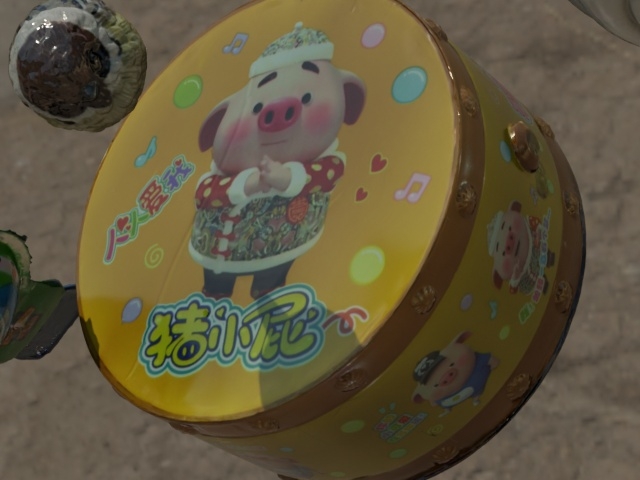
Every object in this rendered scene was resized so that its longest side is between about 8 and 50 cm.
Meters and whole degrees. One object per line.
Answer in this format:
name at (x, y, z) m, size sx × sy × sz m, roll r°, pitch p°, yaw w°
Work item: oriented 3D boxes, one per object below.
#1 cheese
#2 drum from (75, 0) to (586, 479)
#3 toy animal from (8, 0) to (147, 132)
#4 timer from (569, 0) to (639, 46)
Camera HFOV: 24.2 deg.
cheese at (-0.308, 0.069, 1.297) m, size 0.083 × 0.320 × 0.204 m, roll 45°, pitch 105°, yaw 23°
drum at (0.000, 0.000, 1.314) m, size 0.431 × 0.214 × 0.431 m, roll -18°, pitch 57°, yaw 30°
toy animal at (-0.184, -0.137, 1.055) m, size 0.098 × 0.098 × 0.137 m, roll -30°, pitch 58°, yaw -23°
timer at (0.208, -0.157, 0.523) m, size 0.262 × 0.237 × 0.087 m, roll -6°, pitch 59°, yaw 0°
